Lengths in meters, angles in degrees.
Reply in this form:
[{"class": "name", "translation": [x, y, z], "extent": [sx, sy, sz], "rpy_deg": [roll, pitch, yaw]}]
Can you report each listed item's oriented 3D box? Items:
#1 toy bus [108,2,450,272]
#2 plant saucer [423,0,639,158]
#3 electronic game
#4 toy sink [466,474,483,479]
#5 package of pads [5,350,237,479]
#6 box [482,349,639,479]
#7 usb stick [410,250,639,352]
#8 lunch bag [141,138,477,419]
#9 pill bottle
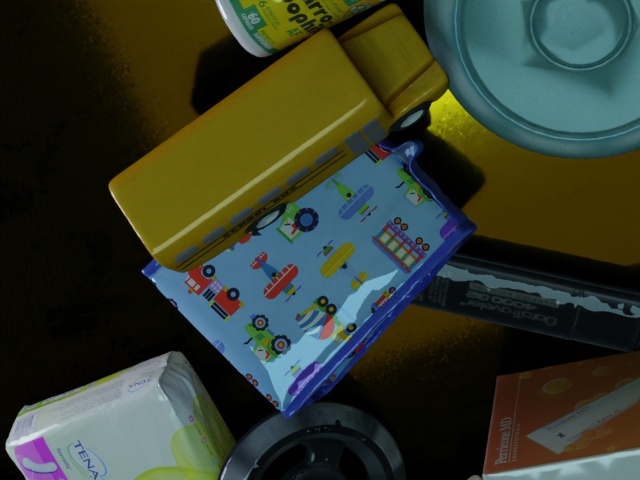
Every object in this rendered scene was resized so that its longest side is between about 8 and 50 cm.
[{"class": "toy bus", "translation": [-0.037, -0.105, 1.709], "extent": [0.333, 0.130, 0.108], "rpy_deg": [-35, 78, 5]}, {"class": "plant saucer", "translation": [0.258, -0.221, 1.718], "extent": [0.318, 0.043, 0.317], "rpy_deg": [4, 115, 8]}, {"class": "electronic game", "translation": [-0.010, 0.290, 1.954], "extent": [0.229, 0.048, 0.229], "rpy_deg": [-5, 105, -19]}, {"class": "toy sink", "translation": [0.172, 0.366, 1.912], "extent": [0.234, 0.152, 0.131], "rpy_deg": [35, 117, -25]}, {"class": "package of pads", "translation": [-0.193, 0.292, 2.005], "extent": [0.229, 0.101, 0.296], "rpy_deg": [-22, 109, 20]}, {"class": "box", "translation": [0.362, 0.230, 1.813], "extent": [0.345, 0.215, 0.168], "rpy_deg": [-12, 111, 15]}, {"class": "usb stick", "translation": [0.215, 0.060, 1.855], "extent": [0.278, 0.045, 0.077], "rpy_deg": [12, 123, 5]}, {"class": "lunch bag", "translation": [0.000, 0.000, 1.808], "extent": [0.221, 0.138, 0.293], "rpy_deg": [45, 106, 8]}, {"class": "pill bottle", "translation": [0.006, -0.271, 1.697], "extent": [0.208, 0.117, 0.117], "rpy_deg": [-23, 108, 19]}]
